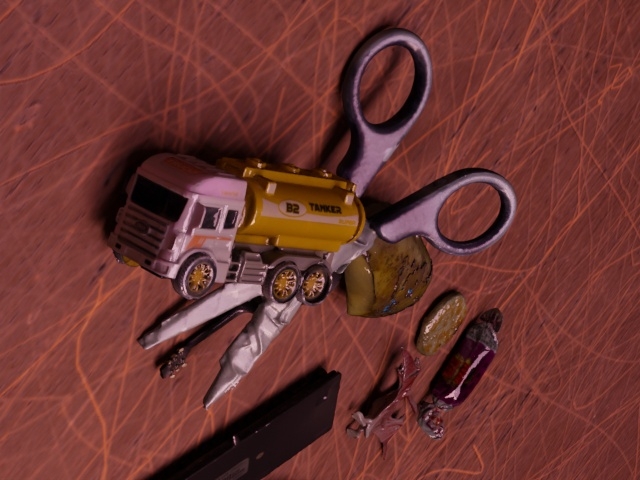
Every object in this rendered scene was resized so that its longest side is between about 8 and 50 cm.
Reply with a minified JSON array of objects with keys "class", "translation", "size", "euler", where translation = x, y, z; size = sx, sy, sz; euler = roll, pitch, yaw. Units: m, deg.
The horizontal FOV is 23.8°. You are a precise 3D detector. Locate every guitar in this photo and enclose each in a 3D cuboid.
[{"class":"guitar","translation":[-0.063,0.063,1.450],"size":[0.233,0.025,0.088],"euler":[-36,144,-29]}]

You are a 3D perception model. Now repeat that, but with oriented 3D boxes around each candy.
[{"class":"candy","translation":[0.173,0.159,1.833],"size":[0.175,0.045,0.043],"euler":[-58,153,2]}]

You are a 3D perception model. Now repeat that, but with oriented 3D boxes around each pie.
[{"class":"pie","translation":[0.140,0.099,1.760],"size":[0.085,0.017,0.085],"euler":[-35,144,-31]}]

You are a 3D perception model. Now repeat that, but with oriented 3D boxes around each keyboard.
[{"class":"keyboard","translation":[-0.100,0.232,1.554],"size":[0.317,0.027,0.106],"euler":[-30,143,-35]}]

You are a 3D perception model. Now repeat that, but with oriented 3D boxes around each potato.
[{"class":"potato","translation":[0.071,0.026,1.545],"size":[0.119,0.054,0.198],"euler":[-56,155,-16]}]

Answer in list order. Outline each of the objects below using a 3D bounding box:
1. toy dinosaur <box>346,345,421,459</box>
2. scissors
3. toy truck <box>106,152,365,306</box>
[{"class":"toy dinosaur","translation":[0.077,0.192,1.749],"size":[0.108,0.032,0.220],"euler":[-37,153,-34]},{"class":"scissors","translation":[0.000,0.000,1.417],"size":[0.383,0.029,0.256],"euler":[-40,119,-11]},{"class":"toy truck","translation":[-0.066,-0.015,1.285],"size":[0.227,0.098,0.114],"euler":[5,105,-48]}]
